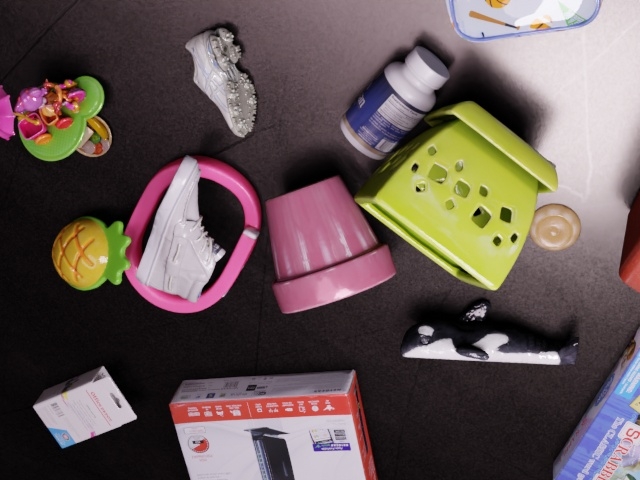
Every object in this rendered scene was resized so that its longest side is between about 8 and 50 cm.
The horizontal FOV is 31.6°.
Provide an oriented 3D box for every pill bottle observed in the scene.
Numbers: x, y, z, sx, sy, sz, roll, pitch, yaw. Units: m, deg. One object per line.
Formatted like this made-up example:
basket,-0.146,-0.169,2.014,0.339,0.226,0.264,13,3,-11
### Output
pill bottle,0.115,-0.212,1.720,0.094,0.094,0.169,40,116,-8

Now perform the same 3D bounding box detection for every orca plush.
orca plush,0.279,0.148,1.857,0.287,0.151,0.102,2,84,15

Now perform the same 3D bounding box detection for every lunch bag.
lunch bag,0.267,-0.435,1.571,0.243,0.115,0.303,-4,115,17

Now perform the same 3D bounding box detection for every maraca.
maraca,-0.387,0.022,1.925,0.185,0.099,0.127,-1,89,39

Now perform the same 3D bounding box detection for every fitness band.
fitness band,-0.222,-0.006,1.917,0.209,0.054,0.291,29,117,-2

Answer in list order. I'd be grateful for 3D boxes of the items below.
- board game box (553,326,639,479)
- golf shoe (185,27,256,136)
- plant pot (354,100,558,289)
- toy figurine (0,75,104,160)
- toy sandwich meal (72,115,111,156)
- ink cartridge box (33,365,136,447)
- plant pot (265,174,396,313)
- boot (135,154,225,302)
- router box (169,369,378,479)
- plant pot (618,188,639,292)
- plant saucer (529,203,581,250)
board game box,0.605,0.343,1.897,0.318,0.066,0.319,24,118,0
golf shoe,-0.159,-0.248,1.792,0.086,0.069,0.176,-1,114,35
plant pot,0.208,-0.076,1.680,0.228,0.227,0.207,38,87,-6
toy figurine,-0.450,-0.208,1.790,0.173,0.159,0.130,-31,80,16
toy sandwich meal,-0.390,-0.175,1.885,0.085,0.029,0.086,5,116,10
ink cartridge box,-0.429,0.305,2.108,0.181,0.061,0.104,-23,109,22
plant pot,0.000,0.000,1.804,0.201,0.201,0.180,-18,95,20
boot,-0.208,-0.014,1.843,0.123,0.095,0.258,23,126,-3
router box,-0.075,0.392,2.060,0.335,0.082,0.301,-6,114,15
plant pot,0.584,-0.017,1.635,0.267,0.267,0.236,33,130,-4
plant saucer,0.373,-0.018,1.802,0.083,0.015,0.083,5,116,10
